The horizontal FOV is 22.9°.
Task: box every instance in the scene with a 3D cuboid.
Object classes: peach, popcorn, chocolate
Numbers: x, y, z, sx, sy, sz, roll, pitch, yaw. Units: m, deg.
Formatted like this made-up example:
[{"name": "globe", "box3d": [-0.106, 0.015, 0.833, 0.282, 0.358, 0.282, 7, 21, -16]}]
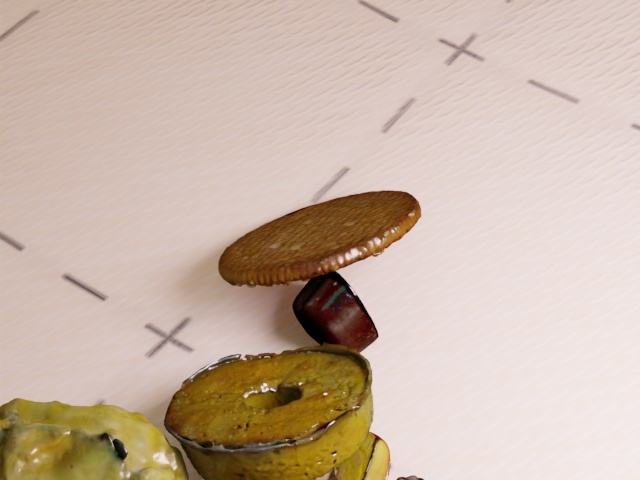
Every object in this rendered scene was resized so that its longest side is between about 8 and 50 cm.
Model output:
[{"name": "peach", "box3d": [0.059, 0.291, 2.024, 0.077, 0.050, 0.083, -35, 38, 9]}, {"name": "popcorn", "box3d": [-0.308, 0.304, 1.979, 0.286, 0.215, 0.252, 0, 43, 6]}, {"name": "chocolate", "box3d": [0.013, 0.107, 2.173, 0.080, 0.125, 0.149, -37, 15, -10]}]

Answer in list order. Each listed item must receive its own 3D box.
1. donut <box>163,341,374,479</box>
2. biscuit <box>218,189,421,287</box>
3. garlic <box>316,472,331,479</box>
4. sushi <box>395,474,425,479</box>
[{"name": "donut", "box3d": [-0.054, 0.233, 2.016, 0.272, 0.107, 0.272, -13, 25, 6]}, {"name": "biscuit", "box3d": [0.000, 0.000, 2.216, 0.305, 0.038, 0.305, -17, 15, 5]}, {"name": "garlic", "box3d": [-0.012, 0.293, 2.032, 0.041, 0.053, 0.083, 25, 37, 30]}, {"name": "sushi", "box3d": [0.092, 0.443, 1.734, 0.299, 0.281, 0.294, -46, 55, -10]}]
